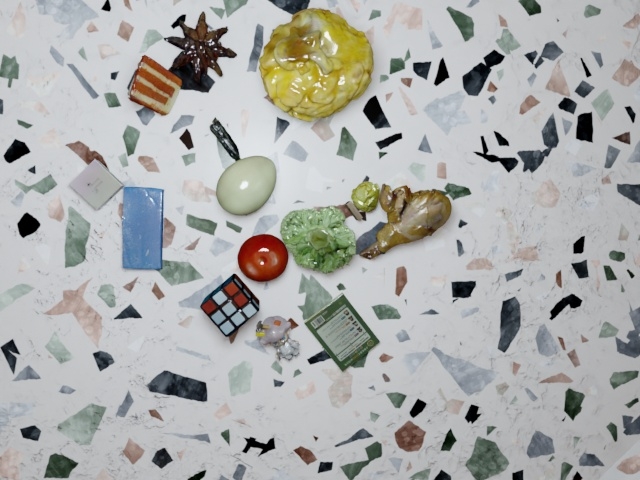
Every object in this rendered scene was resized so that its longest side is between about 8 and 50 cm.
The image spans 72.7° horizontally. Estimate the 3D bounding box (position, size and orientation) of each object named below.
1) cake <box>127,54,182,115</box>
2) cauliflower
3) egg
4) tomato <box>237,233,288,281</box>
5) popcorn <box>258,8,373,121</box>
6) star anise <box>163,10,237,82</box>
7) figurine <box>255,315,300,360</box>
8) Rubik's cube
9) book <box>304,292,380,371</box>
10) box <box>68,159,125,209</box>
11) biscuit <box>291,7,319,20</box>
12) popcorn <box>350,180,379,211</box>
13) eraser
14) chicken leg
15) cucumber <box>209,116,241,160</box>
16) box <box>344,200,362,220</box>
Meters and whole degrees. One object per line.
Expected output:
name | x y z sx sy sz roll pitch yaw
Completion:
cake | -0.572 -0.531 1.517 0.160 0.262 0.158 21 97 -28
cauliflower | 0.000 0.000 1.628 0.276 0.250 0.271 -16 94 -5
egg | -0.268 -0.206 1.606 0.254 0.188 0.188 -44 99 -5
tomato | -0.219 0.067 1.663 0.196 0.136 0.194 -1 96 -7
popcorn | -0.020 -0.612 1.545 0.391 0.343 0.353 3 138 -30
star anise | -0.445 -0.709 1.583 0.273 0.102 0.271 0 92 -6
figurine | -0.165 0.377 1.716 0.138 0.112 0.228 -32 111 4
Rubik's cube | -0.338 0.242 1.651 0.162 0.160 0.163 -38 99 -3
book | 0.090 0.376 1.786 0.202 0.027 0.264 -38 98 -4
box | -0.821 -0.205 1.604 0.129 0.051 0.130 -45 98 -2
biscuit | -0.006 -0.810 1.666 0.221 0.029 0.141 17 93 -9
popcorn | 0.176 -0.173 1.715 0.107 0.120 0.116 10 52 22
eraser | -0.668 -0.046 1.642 0.144 0.042 0.311 3 95 -7
chicken leg | 0.294 -0.087 1.703 0.410 0.182 0.295 -39 117 14
cucumber | -0.360 -0.382 1.652 0.053 0.053 0.181 -37 101 -3
box | 0.132 -0.118 1.734 0.024 0.053 0.083 -35 100 -4
